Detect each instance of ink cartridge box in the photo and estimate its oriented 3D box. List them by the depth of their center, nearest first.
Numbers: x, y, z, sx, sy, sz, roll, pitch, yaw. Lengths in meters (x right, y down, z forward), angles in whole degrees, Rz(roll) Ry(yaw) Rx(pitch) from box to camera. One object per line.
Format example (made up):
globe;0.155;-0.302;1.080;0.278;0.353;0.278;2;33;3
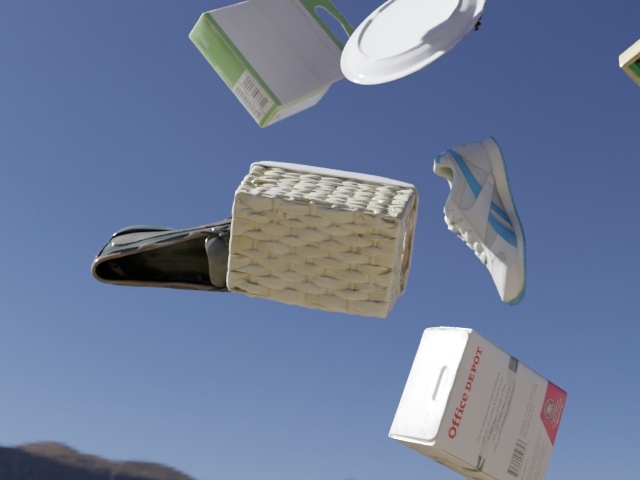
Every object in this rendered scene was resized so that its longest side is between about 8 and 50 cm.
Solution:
ink cartridge box;-0.046;-0.270;1.347;0.235;0.171;0.056;-31;-11;-44
ink cartridge box;0.276;0.296;1.625;0.283;0.207;0.117;34;-22;-31

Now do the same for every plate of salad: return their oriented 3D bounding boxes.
plate of salad;0.116;-0.254;1.165;0.200;0.200;0.048;-11;-48;33

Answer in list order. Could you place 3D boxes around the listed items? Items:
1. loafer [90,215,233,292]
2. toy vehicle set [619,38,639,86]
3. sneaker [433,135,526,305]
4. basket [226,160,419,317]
loafer;-0.135;0.026;1.097;0.267;0.096;0.084;-4;15;15
toy vehicle set;0.553;-0.206;1.267;0.267;0.035;0.166;38;-56;-15
sneaker;0.214;-0.020;1.249;0.092;0.228;0.087;-14;-20;3
basket;0.000;0.000;0.884;0.167;0.113;0.103;10;20;9
